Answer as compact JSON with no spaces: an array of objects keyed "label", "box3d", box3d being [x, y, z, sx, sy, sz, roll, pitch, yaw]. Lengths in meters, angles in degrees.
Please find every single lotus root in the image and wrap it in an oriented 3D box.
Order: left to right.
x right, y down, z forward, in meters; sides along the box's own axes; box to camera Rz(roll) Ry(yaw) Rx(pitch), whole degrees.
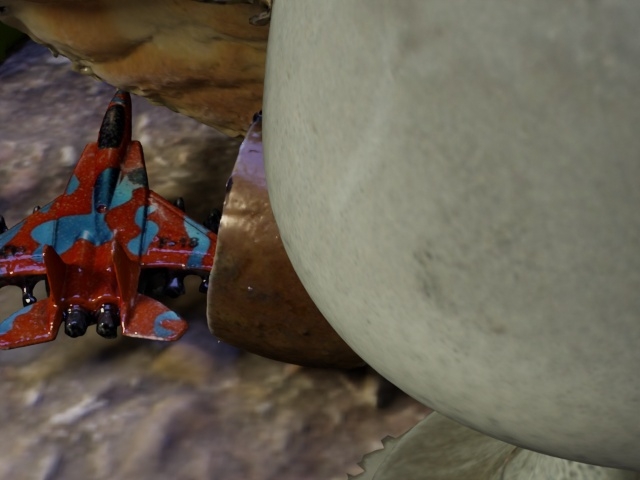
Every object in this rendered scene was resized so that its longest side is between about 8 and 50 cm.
[{"label":"lotus root","box3d":[-0.001,0.003,0.617,0.081,0.112,0.122,20,24,6]}]

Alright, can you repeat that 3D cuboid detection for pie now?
[{"label":"pie","box3d":[-0.009,-0.106,0.635,0.338,0.337,0.075,9,75,16]}]

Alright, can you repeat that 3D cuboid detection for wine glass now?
[{"label":"wine glass","box3d":[0.093,-0.002,0.440,0.238,0.322,0.238,-4,36,3]}]

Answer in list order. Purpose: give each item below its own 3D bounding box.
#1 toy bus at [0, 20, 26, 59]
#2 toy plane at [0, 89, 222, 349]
[{"label":"toy bus","box3d":[-0.314,-0.201,0.916,0.302,0.113,0.139,19,43,24]},{"label":"toy plane","box3d":[-0.104,-0.014,0.689,0.130,0.061,0.189,-4,33,2]}]
